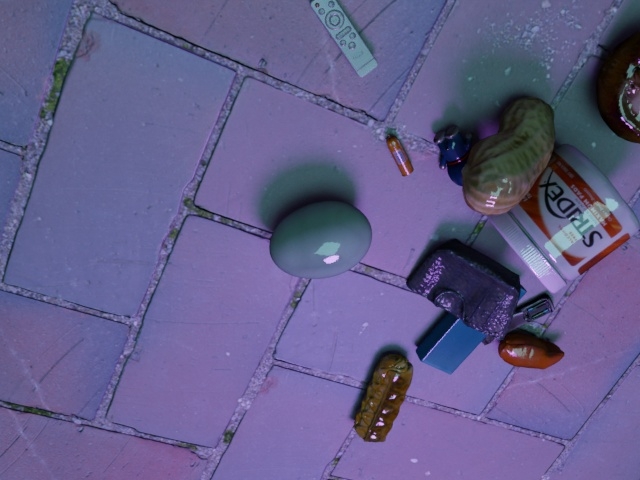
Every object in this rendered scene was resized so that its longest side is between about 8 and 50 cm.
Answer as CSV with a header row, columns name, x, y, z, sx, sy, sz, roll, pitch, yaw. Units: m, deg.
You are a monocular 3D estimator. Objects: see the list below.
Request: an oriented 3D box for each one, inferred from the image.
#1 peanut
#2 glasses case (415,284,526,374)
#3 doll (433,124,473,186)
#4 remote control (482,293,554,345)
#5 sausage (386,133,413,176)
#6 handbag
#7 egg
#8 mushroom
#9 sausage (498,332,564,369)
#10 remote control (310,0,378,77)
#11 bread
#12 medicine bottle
name,x,y,z,sx,sy,sz,roll,pitch,yaw
peanut,0.399,-0.181,1.495,0.153,0.325,0.140,23,150,18
glasses case,0.376,0.202,1.810,0.117,0.070,0.301,28,109,-28
doll,0.312,-0.179,1.574,0.114,0.085,0.152,-21,115,42
remote control,0.505,0.207,1.852,0.212,0.028,0.059,-29,121,7
sausage,0.173,-0.191,1.572,0.031,0.031,0.107,-27,120,6
handbag,0.352,0.115,1.703,0.270,0.088,0.175,31,118,10
egg,0.000,0.000,1.570,0.230,0.168,0.168,-16,120,3
mushroom,0.711,-0.332,1.514,0.253,0.153,0.253,-3,119,-5
sausage,0.549,0.292,1.876,0.179,0.089,0.089,12,116,-12
remote control,0.048,-0.413,1.431,0.050,0.027,0.184,-35,114,9
bread,0.167,0.413,1.878,0.087,0.098,0.270,-16,132,-51
medicine bottle,0.532,-0.049,1.585,0.241,0.252,0.252,-41,118,14
